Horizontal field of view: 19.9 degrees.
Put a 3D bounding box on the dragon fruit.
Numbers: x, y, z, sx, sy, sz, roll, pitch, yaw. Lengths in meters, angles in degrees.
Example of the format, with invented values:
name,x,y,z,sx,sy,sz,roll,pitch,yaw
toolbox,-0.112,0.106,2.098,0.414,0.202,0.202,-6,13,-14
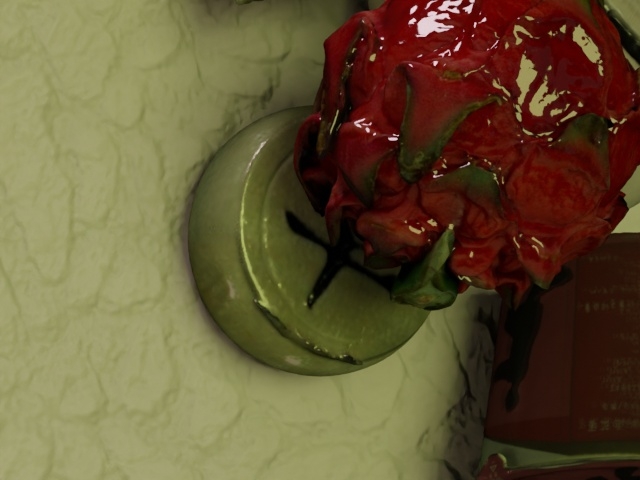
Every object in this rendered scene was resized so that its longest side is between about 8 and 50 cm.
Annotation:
name,x,y,z,sx,sy,sz,roll,pitch,yaw
dragon fruit,0.103,-0.099,1.181,0.234,0.234,0.293,24,64,-29

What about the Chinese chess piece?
name,x,y,z,sx,sy,sz,roll,pitch,yaw
Chinese chess piece,0.000,0.000,1.262,0.188,0.083,0.188,5,81,-31

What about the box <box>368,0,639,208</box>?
name,x,y,z,sx,sy,sz,roll,pitch,yaw
box,0.203,-0.213,1.390,0.289,0.141,0.349,43,62,-22

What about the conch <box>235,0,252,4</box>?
name,x,y,z,sx,sy,sz,roll,pitch,yaw
conch,-0.007,-0.224,1.271,0.234,0.137,0.114,-66,151,-59

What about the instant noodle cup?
name,x,y,z,sx,sy,sz,roll,pitch,yaw
instant noodle cup,0.223,0.107,1.321,0.235,0.235,0.178,15,67,-31
